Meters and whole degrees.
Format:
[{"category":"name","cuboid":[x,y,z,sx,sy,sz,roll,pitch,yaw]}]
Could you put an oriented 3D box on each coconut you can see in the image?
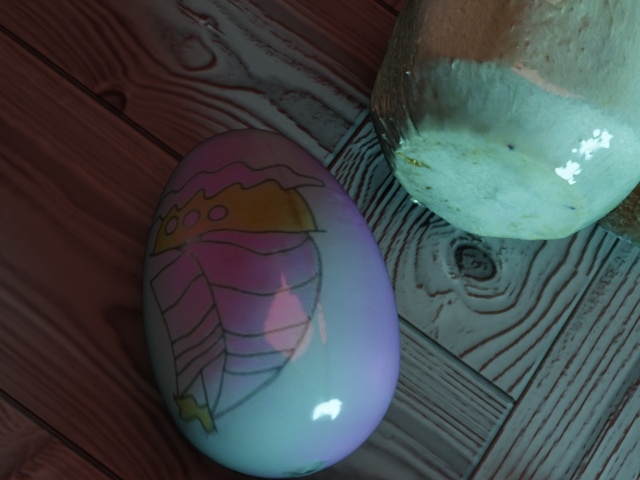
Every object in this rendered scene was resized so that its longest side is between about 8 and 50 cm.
[{"category":"coconut","cuboid":[0.171,-0.141,1.040,0.245,0.245,0.247,25,66,-3]}]

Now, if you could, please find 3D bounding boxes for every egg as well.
[{"category":"egg","cuboid":[-0.040,0.043,0.945,0.196,0.196,0.271,-7,80,-16]}]

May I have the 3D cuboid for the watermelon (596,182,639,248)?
[{"category":"watermelon","cuboid":[0.272,-0.048,1.106,0.158,0.121,0.098,32,88,4]}]
